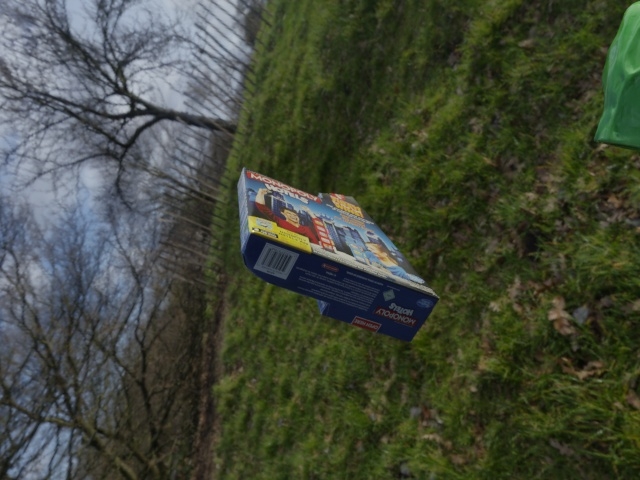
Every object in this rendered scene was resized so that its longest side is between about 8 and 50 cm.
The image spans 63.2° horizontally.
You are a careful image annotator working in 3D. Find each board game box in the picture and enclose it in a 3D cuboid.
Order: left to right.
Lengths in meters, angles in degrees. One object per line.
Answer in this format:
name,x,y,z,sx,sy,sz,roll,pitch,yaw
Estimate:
board game box,0.000,0.000,0.545,0.060,0.194,0.194,-61,21,21

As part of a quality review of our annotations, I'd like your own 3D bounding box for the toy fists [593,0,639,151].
toy fists,0.342,-0.113,0.352,0.279,0.096,0.142,26,110,45
